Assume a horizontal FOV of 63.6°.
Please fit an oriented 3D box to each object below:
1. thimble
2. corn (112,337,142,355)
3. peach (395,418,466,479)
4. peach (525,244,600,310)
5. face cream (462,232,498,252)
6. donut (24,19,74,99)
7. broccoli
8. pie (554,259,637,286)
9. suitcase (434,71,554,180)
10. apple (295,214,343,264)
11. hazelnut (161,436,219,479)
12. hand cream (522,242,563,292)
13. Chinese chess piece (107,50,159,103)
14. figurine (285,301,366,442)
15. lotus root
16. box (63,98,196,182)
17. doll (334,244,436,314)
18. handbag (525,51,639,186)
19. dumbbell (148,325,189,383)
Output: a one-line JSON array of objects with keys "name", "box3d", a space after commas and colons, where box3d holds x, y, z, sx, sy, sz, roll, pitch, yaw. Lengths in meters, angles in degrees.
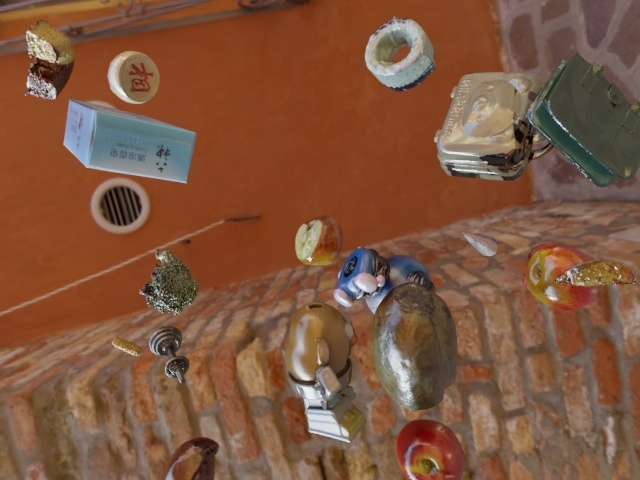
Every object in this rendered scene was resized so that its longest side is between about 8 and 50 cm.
[{"name": "thimble", "box3d": [0.286, -0.648, 1.807, 0.150, 0.237, 0.238, 18, -130, -56]}, {"name": "corn", "box3d": [-0.497, 0.275, 1.334, 0.083, 0.027, 0.028, 32, -155, -19]}, {"name": "peach", "box3d": [0.320, 0.620, 1.501, 0.226, 0.195, 0.190, 15, -113, -74]}, {"name": "peach", "box3d": [0.698, 0.107, 1.485, 0.190, 0.192, 0.191, -167, 90, -70]}, {"name": "face cream", "box3d": [0.541, 0.014, 1.725, 0.092, 0.058, 0.243, 36, -169, 28]}, {"name": "donut", "box3d": [-0.721, -0.488, 1.388, 0.217, 0.085, 0.141, -51, 17, 52]}, {"name": "broccoli", "box3d": [-0.332, 0.088, 1.119, 0.122, 0.118, 0.204, 36, 169, -20]}, {"name": "pie", "box3d": [0.687, 0.084, 1.280, 0.033, 0.190, 0.088, -77, -19, -48]}, {"name": "suitcase", "box3d": [0.546, -0.356, 1.564, 0.352, 0.338, 0.194, -66, -32, -21]}, {"name": "apple", "box3d": [0.000, 0.000, 1.844, 0.195, 0.160, 0.174, -14, 81, 50]}, {"name": "hazelnut", "box3d": [-0.389, 0.704, 1.586, 0.160, 0.202, 0.170, 45, 164, -4]}, {"name": "hand cream", "box3d": [0.802, 0.112, 1.771, 0.193, 0.192, 0.126, -114, 19, -52]}, {"name": "Chinese chess piece", "box3d": [-0.447, -0.392, 1.242, 0.051, 0.122, 0.122, 20, 134, 36]}, {"name": "figurine", "box3d": [0.006, 0.276, 1.164, 0.342, 0.166, 0.285, 13, 120, 61]}, {"name": "lotus root", "box3d": [0.256, 0.284, 1.442, 0.250, 0.250, 0.346, -115, 13, -56]}, {"name": "box", "box3d": [-0.302, -0.157, 0.800, 0.232, 0.142, 0.083, 26, 106, 53]}, {"name": "doll", "box3d": [0.227, 0.150, 1.731, 0.284, 0.309, 0.240, -28, 39, 61]}, {"name": "handbag", "box3d": [0.738, -0.323, 1.392, 0.326, 0.239, 0.089, 38, 165, -8]}, {"name": "dumbbell", "box3d": [-0.472, 0.368, 1.644, 0.254, 0.110, 0.110, 40, 147, 51]}]
